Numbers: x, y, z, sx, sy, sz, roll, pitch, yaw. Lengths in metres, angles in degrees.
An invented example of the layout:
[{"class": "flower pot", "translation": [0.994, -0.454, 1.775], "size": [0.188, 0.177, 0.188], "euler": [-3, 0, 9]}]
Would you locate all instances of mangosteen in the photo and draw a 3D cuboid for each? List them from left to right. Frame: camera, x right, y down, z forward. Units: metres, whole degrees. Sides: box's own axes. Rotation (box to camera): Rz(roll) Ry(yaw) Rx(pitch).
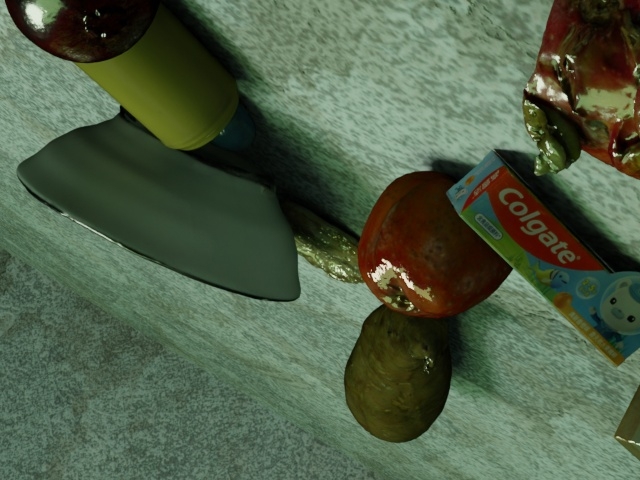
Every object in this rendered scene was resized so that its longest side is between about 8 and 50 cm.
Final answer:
[{"class": "mangosteen", "translation": [-0.185, -0.206, 0.922], "size": [0.140, 0.140, 0.140], "euler": [32, 165, 10]}]

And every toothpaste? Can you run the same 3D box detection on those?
[{"class": "toothpaste", "translation": [0.183, 0.009, 0.909], "size": [0.193, 0.070, 0.044], "euler": [42, -167, -24]}]

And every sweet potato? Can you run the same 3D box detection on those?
[{"class": "sweet potato", "translation": [0.094, 0.142, 1.383], "size": [0.130, 0.130, 0.423], "euler": [33, 160, 9]}]

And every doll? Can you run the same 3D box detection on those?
[{"class": "doll", "translation": [-0.095, -0.112, 1.141], "size": [0.083, 0.050, 0.076], "euler": [21, 164, 39]}]

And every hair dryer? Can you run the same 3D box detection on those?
[{"class": "hair dryer", "translation": [-0.189, -0.171, 1.120], "size": [0.135, 0.090, 0.278], "euler": [43, 170, -35]}]

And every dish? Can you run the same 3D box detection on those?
[{"class": "dish", "translation": [-0.138, -0.054, 1.212], "size": [0.316, 0.106, 0.316], "euler": [26, -172, -4]}]

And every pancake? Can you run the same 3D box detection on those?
[{"class": "pancake", "translation": [0.000, 0.001, 1.332], "size": [0.151, 0.025, 0.152], "euler": [33, 165, 10]}]

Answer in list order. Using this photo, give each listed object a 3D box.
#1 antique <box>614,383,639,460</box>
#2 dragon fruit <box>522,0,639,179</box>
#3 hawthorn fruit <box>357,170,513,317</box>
[{"class": "antique", "translation": [0.291, 0.106, 0.764], "size": [0.146, 0.152, 0.148], "euler": [41, 162, -28]}, {"class": "dragon fruit", "translation": [0.160, -0.067, 0.618], "size": [0.102, 0.096, 0.147], "euler": [17, 160, 41]}, {"class": "hawthorn fruit", "translation": [0.092, 0.007, 0.964], "size": [0.128, 0.128, 0.128], "euler": [32, 165, 10]}]
